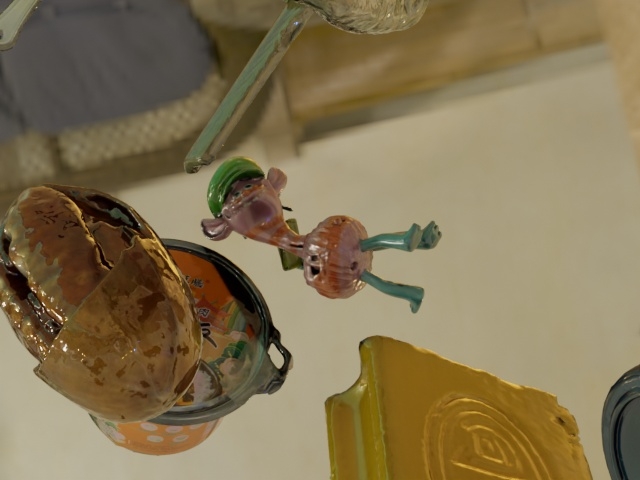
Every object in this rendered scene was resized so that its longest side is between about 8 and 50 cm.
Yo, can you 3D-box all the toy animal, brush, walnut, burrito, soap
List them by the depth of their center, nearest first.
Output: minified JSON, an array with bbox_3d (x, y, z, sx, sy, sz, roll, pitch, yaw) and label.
[{"bbox_3d":[0.017,-0.143,1.083,0.045,0.058,0.188,-47,169,16],"label":"burrito"},{"bbox_3d":[-0.141,0.031,1.202,0.116,0.207,0.116,-16,133,-18],"label":"walnut"},{"bbox_3d":[0.115,0.217,1.460,0.204,0.096,0.324,19,-150,-17],"label":"soap"},{"bbox_3d":[-0.034,-0.176,1.547,0.048,0.282,0.054,34,163,-12],"label":"brush"},{"bbox_3d":[0.000,0.000,1.639,0.208,0.100,0.103,16,158,28],"label":"toy animal"}]

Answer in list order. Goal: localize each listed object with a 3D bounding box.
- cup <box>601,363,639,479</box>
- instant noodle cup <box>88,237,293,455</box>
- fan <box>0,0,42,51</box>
[{"bbox_3d":[0.207,0.093,0.870,0.138,0.150,0.113,-23,-138,-26],"label":"cup"},{"bbox_3d":[-0.135,0.104,1.677,0.177,0.208,0.125,-53,170,-33],"label":"instant noodle cup"},{"bbox_3d":[-0.152,-0.200,1.269,0.008,0.152,0.226,-37,-161,57],"label":"fan"}]
